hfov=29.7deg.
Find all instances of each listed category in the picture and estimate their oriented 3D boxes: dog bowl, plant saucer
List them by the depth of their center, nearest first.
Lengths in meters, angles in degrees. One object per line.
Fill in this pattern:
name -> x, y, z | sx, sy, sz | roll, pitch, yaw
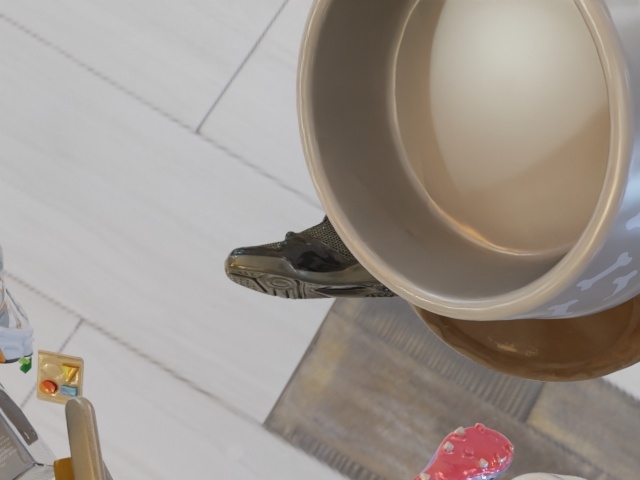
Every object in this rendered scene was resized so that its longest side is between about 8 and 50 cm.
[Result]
dog bowl -> 0.121, -0.098, 0.905 | 0.102, 0.349, 0.348 | -16, 71, -43
plant saucer -> 0.192, 0.037, 1.096 | 0.278, 0.278, 0.041 | 27, 48, -1

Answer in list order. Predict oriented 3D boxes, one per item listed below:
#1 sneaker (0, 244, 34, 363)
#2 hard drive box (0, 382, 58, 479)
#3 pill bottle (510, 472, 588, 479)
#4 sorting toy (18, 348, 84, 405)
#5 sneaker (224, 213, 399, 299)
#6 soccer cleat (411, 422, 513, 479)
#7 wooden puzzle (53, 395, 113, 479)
sneaker -> -0.243, 0.024, 0.814 | 0.099, 0.262, 0.121 | 4, 91, -10
hard drive box -> -0.325, 0.122, 1.002 | 0.089, 0.181, 0.232 | -36, 82, -12
pill bottle -> 0.158, 0.186, 0.794 | 0.065, 0.116, 0.065 | -7, 75, 27
sorting toy -> -0.299, 0.150, 1.327 | 0.083, 0.012, 0.062 | 9, 106, 18
sneaker -> 0.000, 0.000, 1.430 | 0.228, 0.087, 0.130 | -2, 68, -1
soccer cleat -> 0.160, 0.306, 1.494 | 0.083, 0.095, 0.248 | 32, 30, 20
wooden puzzle -> -0.182, 0.276, 1.004 | 0.044, 0.238, 0.221 | -10, 57, -9
